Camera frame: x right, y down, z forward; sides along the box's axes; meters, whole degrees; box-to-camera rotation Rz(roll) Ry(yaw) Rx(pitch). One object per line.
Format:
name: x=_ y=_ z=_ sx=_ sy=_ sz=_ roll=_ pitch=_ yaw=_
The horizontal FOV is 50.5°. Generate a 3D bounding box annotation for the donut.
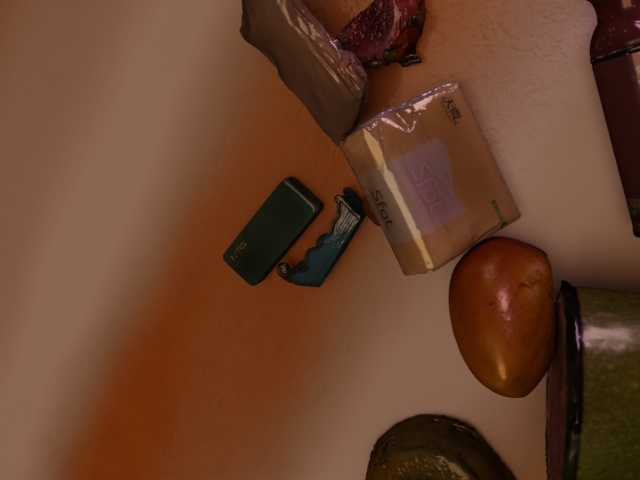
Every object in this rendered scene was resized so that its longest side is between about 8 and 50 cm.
donut: x=0.189 y=0.422 z=1.089 sx=0.272 sy=0.107 sz=0.271 roll=4 pitch=103 yaw=19

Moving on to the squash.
squash: x=0.448 y=0.216 z=0.840 sx=0.309 sy=0.310 sz=0.310 roll=4 pitch=105 yaw=14

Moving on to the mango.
mango: x=0.240 y=0.103 z=0.901 sx=0.138 sy=0.257 sz=0.187 roll=-7 pitch=102 yaw=21

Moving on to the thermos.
thermos: x=0.422 y=-0.178 z=0.842 sx=0.136 sy=0.109 sz=0.330 roll=-15 pitch=98 yaw=23

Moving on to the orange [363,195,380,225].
orange: x=0.103 y=-0.059 z=1.006 sx=0.085 sy=0.085 sz=0.084 roll=5 pitch=106 yaw=18

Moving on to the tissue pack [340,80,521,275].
tissue pack: x=0.152 y=-0.085 z=0.935 sx=0.186 sy=0.090 sz=0.222 roll=-27 pitch=97 yaw=-20

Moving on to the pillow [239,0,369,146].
pillow: x=-0.032 y=-0.271 z=0.976 sx=0.270 sy=0.067 sz=0.173 roll=49 pitch=158 yaw=4

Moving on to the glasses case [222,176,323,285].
glasses case: x=-0.078 y=-0.013 z=1.103 sx=0.078 sy=0.039 sz=0.184 roll=43 pitch=114 yaw=5

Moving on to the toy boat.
toy boat: x=0.000 y=0.000 z=1.059 sx=0.077 sy=0.075 sz=0.185 roll=34 pitch=118 yaw=6

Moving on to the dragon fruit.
dragon fruit: x=0.100 y=-0.285 z=0.938 sx=0.147 sy=0.102 sz=0.096 roll=-36 pitch=83 yaw=34
